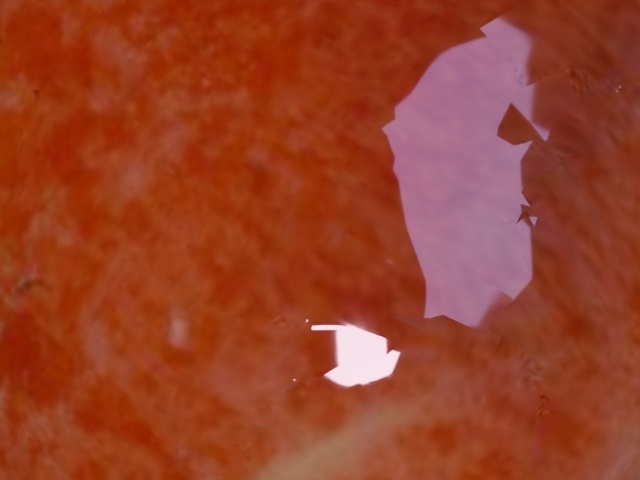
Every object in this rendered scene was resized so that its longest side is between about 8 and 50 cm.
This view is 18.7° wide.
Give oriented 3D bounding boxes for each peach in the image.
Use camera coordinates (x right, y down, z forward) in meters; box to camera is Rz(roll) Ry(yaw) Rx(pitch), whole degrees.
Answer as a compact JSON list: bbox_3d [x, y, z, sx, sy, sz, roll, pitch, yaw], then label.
[{"bbox_3d":[0.000,0.000,0.449,0.232,0.232,0.257,-33,42,-23],"label":"peach"}]
